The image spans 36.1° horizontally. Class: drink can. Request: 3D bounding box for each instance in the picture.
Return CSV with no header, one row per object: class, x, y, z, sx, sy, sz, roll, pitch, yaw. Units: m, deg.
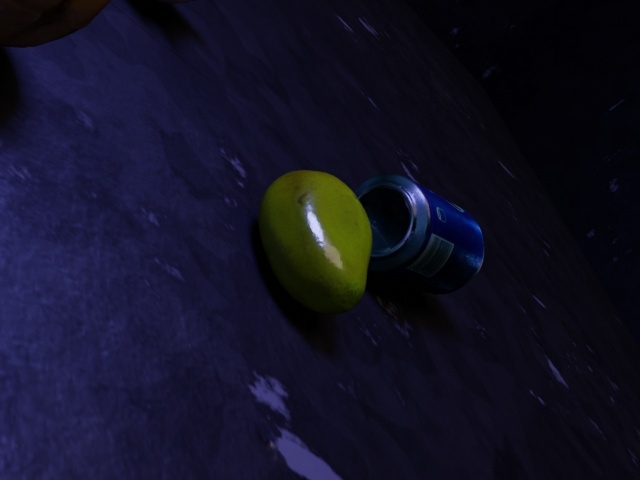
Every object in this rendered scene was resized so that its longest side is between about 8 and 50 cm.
drink can,0.115,-0.002,1.165,0.205,0.118,0.118,24,33,-58

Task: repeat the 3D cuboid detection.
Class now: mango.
mango,-0.004,-0.005,0.926,0.117,0.089,0.163,44,20,-21

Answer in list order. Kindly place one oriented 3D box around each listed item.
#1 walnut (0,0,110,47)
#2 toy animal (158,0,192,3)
walnut,-0.234,-0.241,0.681,0.225,0.193,0.193,55,18,6
toy animal,-0.173,-0.363,1.126,0.165,0.149,0.248,51,5,-47
